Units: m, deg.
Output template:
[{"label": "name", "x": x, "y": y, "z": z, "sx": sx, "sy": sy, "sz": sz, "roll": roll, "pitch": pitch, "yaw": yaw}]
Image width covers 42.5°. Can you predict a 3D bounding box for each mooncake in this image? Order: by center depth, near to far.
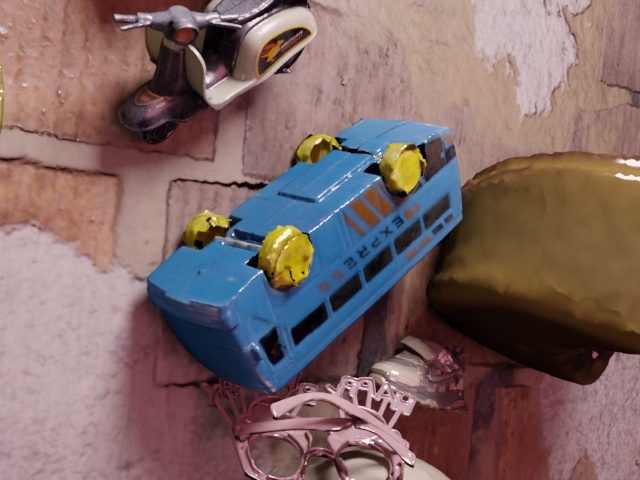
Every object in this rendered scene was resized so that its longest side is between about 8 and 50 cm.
[{"label": "mooncake", "x": 0.348, "y": 0.041, "z": 1.056, "sx": 0.393, "sy": 0.394, "sz": 0.246, "roll": 25, "pitch": 75, "yaw": -37}]

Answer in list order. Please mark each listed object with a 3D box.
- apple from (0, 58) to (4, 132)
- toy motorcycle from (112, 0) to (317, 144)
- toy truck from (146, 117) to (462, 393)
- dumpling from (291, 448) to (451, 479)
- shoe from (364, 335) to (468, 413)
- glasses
[{"label": "apple", "x": -0.348, "y": -0.121, "z": 0.532, "sx": 0.279, "sy": 0.279, "sz": 0.279, "roll": -3, "pitch": 94, "yaw": -41}, {"label": "toy motorcycle", "x": -0.097, "y": -0.202, "z": 0.816, "sx": 0.263, "sy": 0.091, "sz": 0.157, "roll": -43, "pitch": 162, "yaw": -25}, {"label": "toy truck", "x": 0.000, "y": 0.000, "z": 0.908, "sx": 0.385, "sy": 0.161, "sz": 0.162, "roll": -39, "pitch": 126, "yaw": -34}, {"label": "dumpling", "x": 0.092, "y": 0.332, "z": 0.937, "sx": 0.341, "sy": 0.260, "sz": 0.181, "roll": 36, "pitch": 62, "yaw": -31}, {"label": "shoe", "x": 0.138, "y": 0.172, "z": 1.082, "sx": 0.180, "sy": 0.089, "sz": 0.092, "roll": 22, "pitch": 79, "yaw": -43}, {"label": "glasses", "x": -0.001, "y": 0.179, "z": 0.892, "sx": 0.255, "sy": 0.162, "sz": 0.095, "roll": 12, "pitch": 121, "yaw": -15}]
